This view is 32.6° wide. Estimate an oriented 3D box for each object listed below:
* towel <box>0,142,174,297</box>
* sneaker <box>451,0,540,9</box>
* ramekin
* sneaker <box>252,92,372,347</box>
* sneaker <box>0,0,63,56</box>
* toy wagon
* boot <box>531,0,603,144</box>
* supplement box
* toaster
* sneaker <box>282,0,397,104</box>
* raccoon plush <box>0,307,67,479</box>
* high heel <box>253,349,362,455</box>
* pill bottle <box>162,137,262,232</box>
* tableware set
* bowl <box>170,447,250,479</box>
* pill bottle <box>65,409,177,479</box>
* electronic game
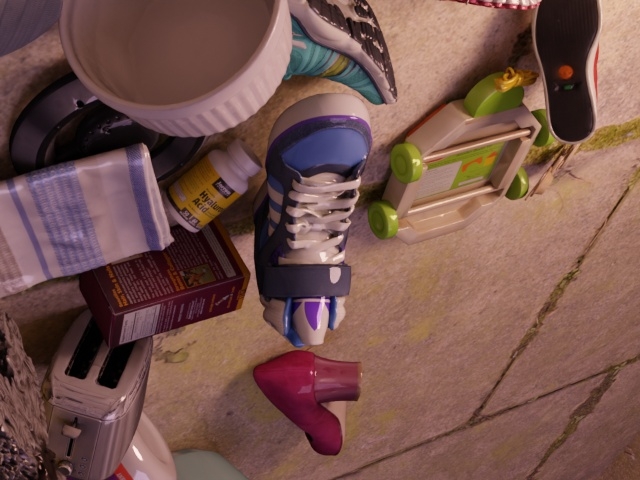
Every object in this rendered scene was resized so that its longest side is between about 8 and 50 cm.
[{"bbox_3d":[-0.309,-0.008,1.207,0.285,0.034,0.209,-17,153,-10],"label":"towel"},{"bbox_3d":[0.154,-0.313,1.184,0.299,0.121,0.112,-7,112,-50],"label":"sneaker"},{"bbox_3d":[-0.122,-0.192,1.002,0.207,0.207,0.109,-33,159,1],"label":"ramekin"},{"bbox_3d":[-0.001,0.000,1.315,0.130,0.236,0.323,-2,154,-18],"label":"sneaker"},{"bbox_3d":[-0.261,-0.238,0.914,0.094,0.091,0.258,-16,168,-37],"label":"sneaker"},{"bbox_3d":[0.212,-0.127,1.561,0.267,0.068,0.344,-16,146,-28],"label":"toy wagon"},{"bbox_3d":[0.330,-0.272,1.456,0.088,0.176,0.244,0,118,14],"label":"boot"},{"bbox_3d":[-0.197,0.052,1.388,0.188,0.104,0.081,-16,147,-27],"label":"supplement box"},{"bbox_3d":[-0.292,0.192,1.433,0.129,0.227,0.146,19,130,-2],"label":"toaster"},{"bbox_3d":[-0.002,-0.221,1.206,0.110,0.107,0.275,-24,151,25],"label":"sneaker"},{"bbox_3d":[-0.444,0.250,1.142,0.299,0.446,0.216,-21,171,-1],"label":"raccoon plush"},{"bbox_3d":[-0.038,0.288,1.947,0.181,0.127,0.377,4,147,-5],"label":"high heel"},{"bbox_3d":[-0.128,-0.068,1.316,0.116,0.065,0.065,-40,150,11],"label":"pill bottle"},{"bbox_3d":[0.370,-0.130,1.687,0.141,0.020,0.168,-58,174,36],"label":"tableware set"},{"bbox_3d":[-0.248,0.483,1.929,0.311,0.163,0.311,-25,150,-15],"label":"bowl"},{"bbox_3d":[-0.385,0.374,1.611,0.323,0.181,0.181,-34,151,1],"label":"pill bottle"},{"bbox_3d":[-0.217,-0.117,1.172,0.229,0.048,0.229,-19,153,-10],"label":"electronic game"}]
